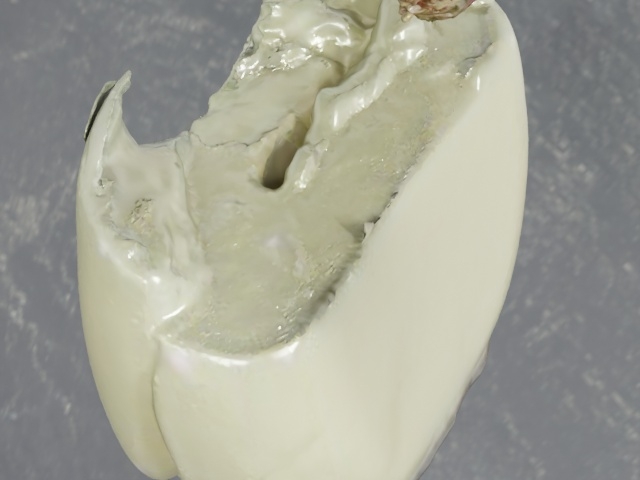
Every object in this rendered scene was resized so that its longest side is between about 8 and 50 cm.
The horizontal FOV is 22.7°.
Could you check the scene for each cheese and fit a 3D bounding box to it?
[{"bbox_3d":[0.000,0.000,0.722,0.127,0.233,0.266,13,46,25],"label":"cheese"}]

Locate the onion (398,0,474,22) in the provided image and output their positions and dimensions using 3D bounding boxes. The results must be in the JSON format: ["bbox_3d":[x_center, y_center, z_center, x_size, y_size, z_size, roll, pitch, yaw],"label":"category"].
[{"bbox_3d":[0.018,-0.171,0.563,0.248,0.248,0.161,-37,79,-32],"label":"onion"}]
